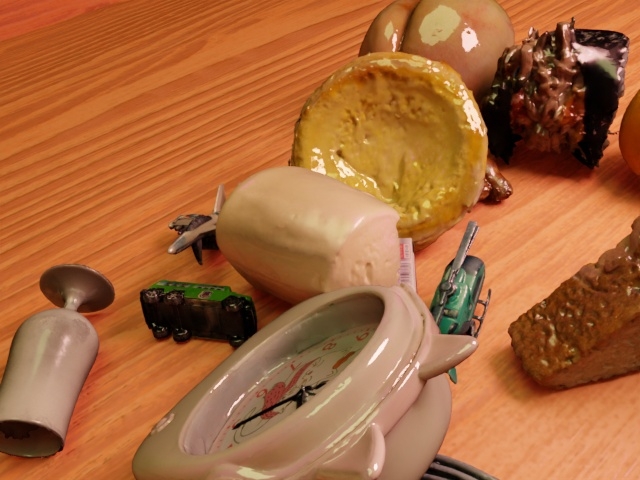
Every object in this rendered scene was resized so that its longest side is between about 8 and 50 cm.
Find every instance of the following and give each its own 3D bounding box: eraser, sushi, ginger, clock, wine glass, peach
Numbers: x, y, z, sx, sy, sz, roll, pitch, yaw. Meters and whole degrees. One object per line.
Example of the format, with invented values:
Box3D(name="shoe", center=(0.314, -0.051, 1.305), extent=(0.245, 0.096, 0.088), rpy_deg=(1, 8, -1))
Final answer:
Box3D(name="eraser", center=(0.115, 0.054, 0.736), extent=(0.029, 0.052, 0.122), rpy_deg=(-4, 41, 10))
Box3D(name="sushi", center=(0.376, -0.238, 0.895), extent=(0.219, 0.238, 0.225), rpy_deg=(3, 23, 24))
Box3D(name="ginger", center=(0.233, -0.114, 0.893), extent=(0.103, 0.073, 0.162), rpy_deg=(-21, 42, -12))
Box3D(name="clock", center=(-0.010, 0.151, 0.482), extent=(0.265, 0.108, 0.324), rpy_deg=(-38, 10, -33))
Box3D(name="wine glass", center=(-0.335, 0.145, 0.686), extent=(0.103, 0.103, 0.231), rpy_deg=(-8, 44, 3))
Box3D(name="peach", center=(0.209, -0.333, 1.026), extent=(0.292, 0.247, 0.292), rpy_deg=(-14, 53, 19))

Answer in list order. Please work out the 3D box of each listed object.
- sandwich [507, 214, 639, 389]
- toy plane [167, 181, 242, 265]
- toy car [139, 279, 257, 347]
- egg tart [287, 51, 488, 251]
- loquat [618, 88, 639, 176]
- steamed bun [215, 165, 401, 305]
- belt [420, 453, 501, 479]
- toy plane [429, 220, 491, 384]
Box3D(name="sandwich", center=(0.389, 0.067, 0.615), extent=(0.254, 0.288, 0.099), rpy_deg=(19, 31, -38))
Box3D(name="toy plane", center=(-0.166, -0.013, 0.836), extent=(0.192, 0.088, 0.262), rpy_deg=(0, 26, 15))
Box3D(name="toy car", center=(-0.160, 0.094, 0.735), extent=(0.165, 0.071, 0.062), rpy_deg=(4, 28, 16))
Box3D(name="egg tart", center=(0.103, -0.128, 0.836), extent=(0.315, 0.315, 0.120), rpy_deg=(5, 2, 18))
Box3D(name="loquat", center=(0.551, -0.161, 0.788), extent=(0.208, 0.208, 0.208), rpy_deg=(-6, 40, 5))
Box3D(name="steamed bun", center=(0.000, 0.000, 0.711), extent=(0.225, 0.200, 0.170), rpy_deg=(22, 66, 27))
Box3D(name="belt", center=(0.086, 0.276, 0.425), extent=(0.267, 0.116, 0.206), rpy_deg=(22, 53, 39))
Box3D(name="toy plane", center=(0.154, 0.093, 0.652), extent=(0.060, 0.096, 0.235), rpy_deg=(13, 62, 29))
